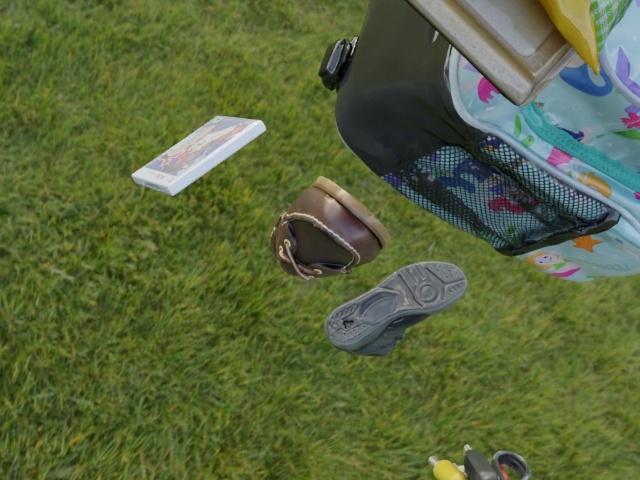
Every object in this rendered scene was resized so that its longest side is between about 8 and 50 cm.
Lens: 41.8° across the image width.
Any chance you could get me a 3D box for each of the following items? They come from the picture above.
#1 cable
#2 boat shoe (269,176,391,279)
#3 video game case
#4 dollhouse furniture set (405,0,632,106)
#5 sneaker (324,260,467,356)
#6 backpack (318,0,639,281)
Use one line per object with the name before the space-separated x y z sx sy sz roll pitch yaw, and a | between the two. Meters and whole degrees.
cable | 0.252 0.373 1.184 0.139 0.072 0.287 6 15 -8
boat shoe | 0.000 0.000 0.650 0.073 0.207 0.073 44 85 -2
video game case | -0.214 -0.152 1.455 0.201 0.183 0.023 -38 117 -20
dollhouse furniture set | 0.041 -0.207 0.251 0.301 0.151 0.197 42 88 -7
sneaker | 0.120 0.110 1.304 0.227 0.130 0.087 -29 68 -1
backpack | 0.160 -0.097 0.477 0.253 0.191 0.225 31 65 -33
